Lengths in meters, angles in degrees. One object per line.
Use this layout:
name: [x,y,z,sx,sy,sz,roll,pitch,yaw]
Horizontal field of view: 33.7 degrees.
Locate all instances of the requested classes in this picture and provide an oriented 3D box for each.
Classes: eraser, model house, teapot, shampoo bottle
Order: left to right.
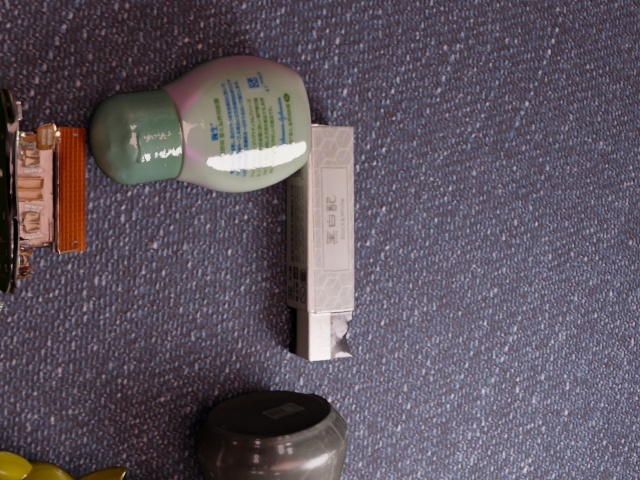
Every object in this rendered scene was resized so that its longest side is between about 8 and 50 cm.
model house: [-0.411,-0.076,1.560,0.154,0.207,0.294,-3,96,-30]
shampoo bottle: [-0.196,-0.177,1.691,0.350,0.151,0.221,-12,105,-27]
teapot: [-0.063,0.437,1.784,0.300,0.253,0.344,-24,116,-56]
eraser: [0.000,0.000,1.835,0.096,0.098,0.404,-3,96,-27]

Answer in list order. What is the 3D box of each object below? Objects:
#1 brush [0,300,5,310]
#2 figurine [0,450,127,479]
brush: [-0.574,0.083,1.575,0.205,0.011,0.083,37,77,-36]
figurine: [-0.462,0.453,1.598,0.218,0.169,0.326,26,83,-31]
